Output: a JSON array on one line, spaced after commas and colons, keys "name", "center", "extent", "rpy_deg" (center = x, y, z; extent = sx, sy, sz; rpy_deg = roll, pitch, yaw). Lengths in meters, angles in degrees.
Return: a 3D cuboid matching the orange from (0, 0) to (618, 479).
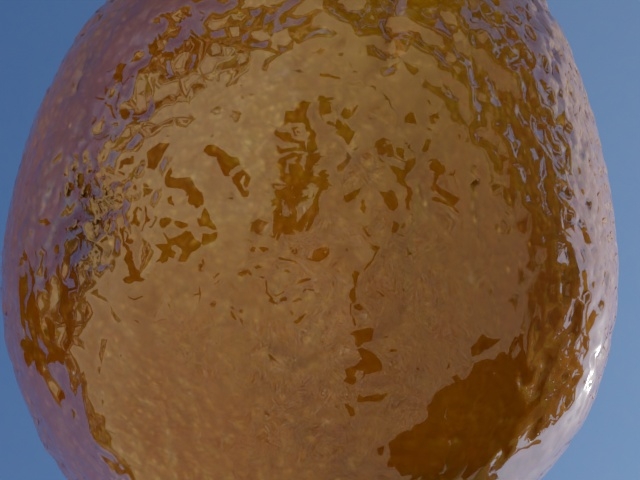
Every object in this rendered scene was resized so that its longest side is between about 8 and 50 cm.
[{"name": "orange", "center": [0.000, 0.000, 0.646], "extent": [0.322, 0.322, 0.356], "rpy_deg": [10, -83, -7]}]
